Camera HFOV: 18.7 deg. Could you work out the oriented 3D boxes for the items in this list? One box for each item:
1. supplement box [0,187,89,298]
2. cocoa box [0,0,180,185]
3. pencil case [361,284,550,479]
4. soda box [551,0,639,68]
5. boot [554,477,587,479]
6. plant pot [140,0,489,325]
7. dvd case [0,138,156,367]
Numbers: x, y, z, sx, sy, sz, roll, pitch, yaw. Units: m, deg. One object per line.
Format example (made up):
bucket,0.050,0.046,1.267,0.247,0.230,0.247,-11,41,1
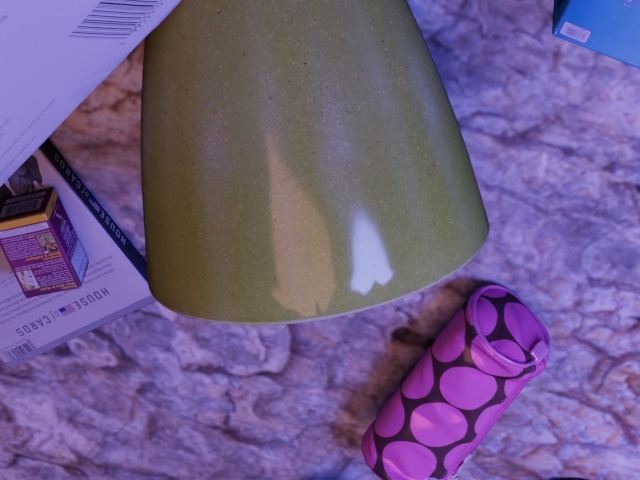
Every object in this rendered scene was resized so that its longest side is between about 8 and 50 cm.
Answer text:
supplement box,-0.243,0.003,1.687,0.055,0.043,0.083,-11,123,14
cocoa box,-0.294,-0.195,1.410,0.231,0.228,0.347,-3,149,-50
pencil case,0.126,0.140,1.747,0.098,0.095,0.209,46,129,18
soda box,0.289,-0.166,1.511,0.210,0.071,0.067,21,127,-8
boot,0.258,0.283,1.870,0.106,0.037,0.114,11,131,2
plant pot,-0.025,-0.125,1.491,0.275,0.275,0.293,-6,111,11
dvd case,-0.279,-0.005,1.731,0.179,0.029,0.238,-24,120,23
